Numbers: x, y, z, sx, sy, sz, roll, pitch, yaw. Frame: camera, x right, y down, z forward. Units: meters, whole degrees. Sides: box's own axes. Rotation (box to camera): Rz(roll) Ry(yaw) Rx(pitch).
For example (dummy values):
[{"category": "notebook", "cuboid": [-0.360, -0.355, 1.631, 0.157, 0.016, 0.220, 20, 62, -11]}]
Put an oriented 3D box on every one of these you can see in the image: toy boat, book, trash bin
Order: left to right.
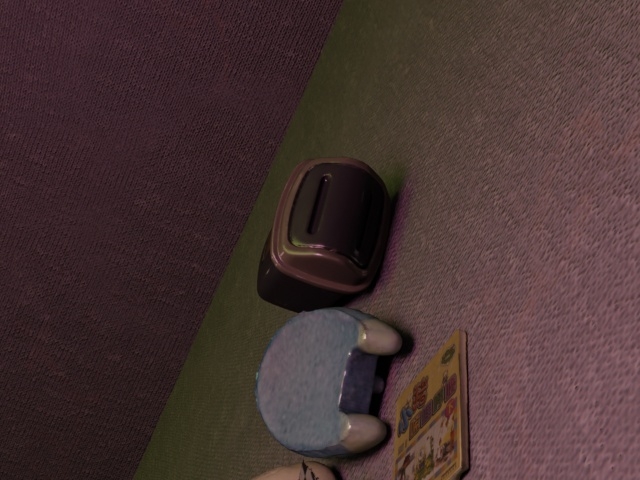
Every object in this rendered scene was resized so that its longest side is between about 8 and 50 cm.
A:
[{"category": "trash bin", "cuboid": [0.000, 0.000, 1.598, 0.290, 0.182, 0.209, 127, 159, -65]}, {"category": "toy boat", "cuboid": [0.025, 0.206, 1.400, 0.330, 0.123, 0.215, -16, 62, 59]}, {"category": "book", "cuboid": [0.125, 0.223, 1.132, 0.192, 0.013, 0.168, -83, 19, -45]}]

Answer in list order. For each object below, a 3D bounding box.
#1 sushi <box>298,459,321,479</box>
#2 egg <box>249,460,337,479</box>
[{"category": "sushi", "cuboid": [0.017, 0.444, 1.065, 0.339, 0.069, 0.320, -166, 88, -75]}, {"category": "egg", "cuboid": [-0.091, 0.421, 1.341, 0.264, 0.174, 0.286, -45, 24, 52]}]
